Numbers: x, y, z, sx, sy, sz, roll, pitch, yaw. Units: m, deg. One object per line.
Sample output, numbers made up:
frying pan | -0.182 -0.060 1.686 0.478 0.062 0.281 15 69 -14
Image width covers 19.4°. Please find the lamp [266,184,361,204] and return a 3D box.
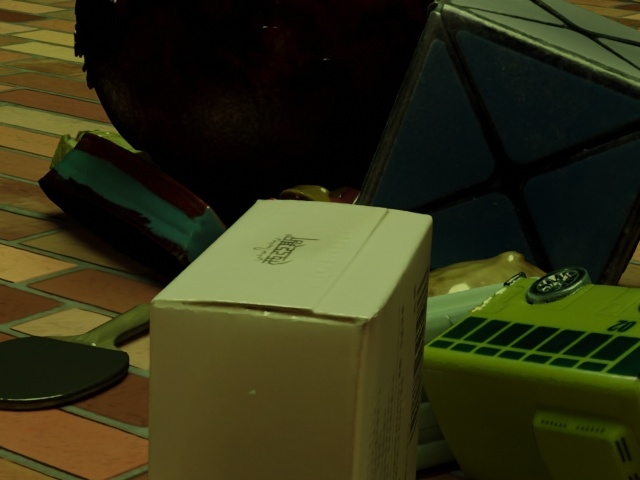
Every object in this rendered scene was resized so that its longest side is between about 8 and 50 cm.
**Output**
lamp | 0.000 0.000 1.828 0.118 0.118 0.253 6 13 17

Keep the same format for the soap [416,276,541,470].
soap | 0.112 0.102 1.442 0.198 0.119 0.066 -10 13 -34

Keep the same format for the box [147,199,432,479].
box | -0.015 0.135 1.027 0.116 0.274 0.203 6 17 11

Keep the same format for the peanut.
peanut | 0.130 0.073 1.580 0.159 0.109 0.140 -16 9 -15

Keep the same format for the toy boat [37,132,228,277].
toy boat | -0.198 -0.038 1.958 0.079 0.136 0.392 -39 31 -16

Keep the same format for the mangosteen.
mangosteen | -0.066 -0.212 1.962 0.381 0.381 0.421 1 -18 0

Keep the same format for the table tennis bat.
table tennis bat | -0.219 0.097 1.618 0.138 0.022 0.246 9 18 27

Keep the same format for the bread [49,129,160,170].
bread | -0.245 -0.089 2.210 0.117 0.064 0.156 -4 15 -34

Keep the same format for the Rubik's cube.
Rubik's cube | 0.200 -0.087 1.767 0.260 0.259 0.255 27 19 8

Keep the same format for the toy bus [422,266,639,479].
toy bus | 0.200 0.109 1.297 0.150 0.128 0.262 -32 19 -28
